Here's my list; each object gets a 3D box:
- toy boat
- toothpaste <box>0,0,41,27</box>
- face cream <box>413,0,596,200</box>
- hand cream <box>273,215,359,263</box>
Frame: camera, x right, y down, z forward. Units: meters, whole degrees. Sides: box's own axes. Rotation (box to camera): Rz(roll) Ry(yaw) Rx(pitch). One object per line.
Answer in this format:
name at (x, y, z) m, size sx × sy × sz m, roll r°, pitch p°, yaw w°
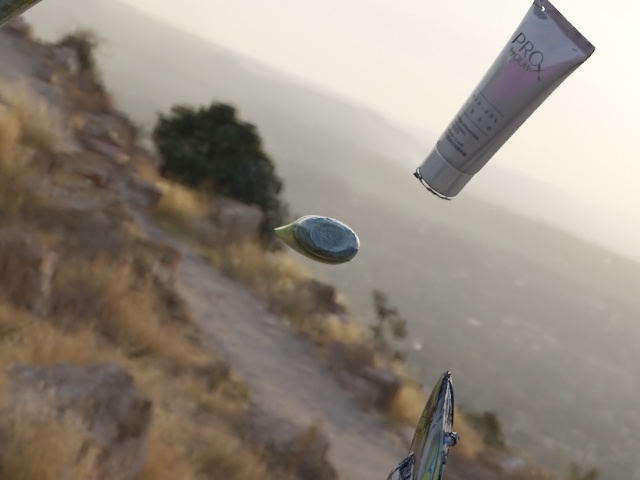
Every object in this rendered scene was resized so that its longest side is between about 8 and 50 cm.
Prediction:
toy boat at (0.103, 0.235, 1.469) m, size 0.066 × 0.210 × 0.084 m, roll 17°, pitch -2°, yaw -7°
toothpaste at (-0.075, -0.108, 0.450) m, size 0.038 × 0.233 × 0.060 m, roll 54°, pitch -3°, yaw 30°
face cream at (0.195, -0.146, 1.554) m, size 0.058 × 0.243 × 0.092 m, roll -6°, pitch 51°, yaw -52°
hand cream at (0.000, 0.000, 1.536) m, size 0.095 × 0.046 × 0.175 m, roll 20°, pitch -3°, yaw -5°
